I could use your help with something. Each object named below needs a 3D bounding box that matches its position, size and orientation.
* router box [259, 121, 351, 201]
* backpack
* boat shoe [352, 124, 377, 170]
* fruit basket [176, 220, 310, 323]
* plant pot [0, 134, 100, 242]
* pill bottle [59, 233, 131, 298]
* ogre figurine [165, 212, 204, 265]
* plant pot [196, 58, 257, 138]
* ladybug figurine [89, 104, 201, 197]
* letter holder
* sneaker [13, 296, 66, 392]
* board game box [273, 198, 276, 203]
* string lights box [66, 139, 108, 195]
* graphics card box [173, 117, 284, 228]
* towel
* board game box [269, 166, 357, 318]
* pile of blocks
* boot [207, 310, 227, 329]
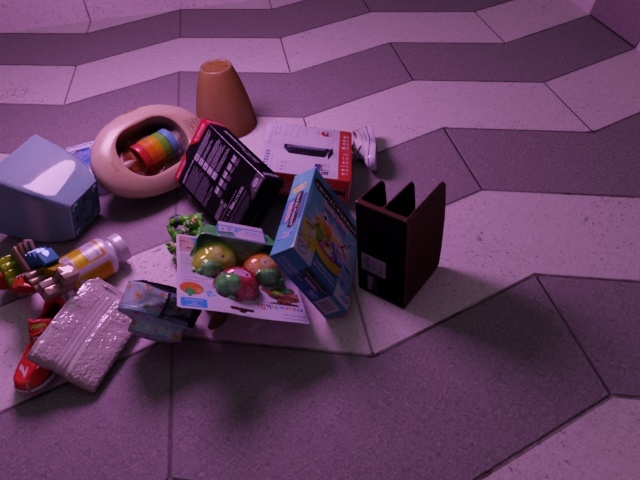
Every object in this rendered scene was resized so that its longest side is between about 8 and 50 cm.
[{"bbox_3d":[-0.048,-0.268,2.012,0.301,0.082,0.335,6,37,-2],"label":"router box"},{"bbox_3d":[-0.413,0.178,1.510,0.188,0.166,0.144,30,70,-17],"label":"backpack"},{"bbox_3d":[0.152,-0.326,2.111,0.088,0.096,0.267,-7,40,4],"label":"boat shoe"},{"bbox_3d":[-0.207,0.084,1.552,0.327,0.165,0.353,11,20,-18],"label":"fruit basket"},{"bbox_3d":[-0.848,-0.140,1.904,0.252,0.247,0.248,19,45,6],"label":"plant pot"},{"bbox_3d":[-0.659,0.067,1.732,0.117,0.118,0.208,31,53,34],"label":"pill bottle"},{"bbox_3d":[-0.403,-0.018,1.827,0.118,0.097,0.197,-25,26,5],"label":"ogre figurine"},{"bbox_3d":[-0.376,-0.548,2.296,0.237,0.254,0.237,-2,42,2],"label":"plant pot"},{"bbox_3d":[-0.577,-0.295,2.053,0.449,0.162,0.305,-36,89,-35],"label":"ladybug figurine"},{"bbox_3d":[0.217,-0.015,1.594,0.152,0.302,0.214,25,49,30],"label":"letter holder"},{"bbox_3d":[-0.713,0.255,1.524,0.107,0.118,0.279,-4,41,4],"label":"sneaker"},{"bbox_3d":[-0.230,-0.206,2.040,0.194,0.060,0.194,1,41,8],"label":"board game box"},{"bbox_3d":[-0.812,-0.261,2.149,0.133,0.077,0.260,-20,44,-17],"label":"string lights box"},{"bbox_3d":[-0.293,-0.190,1.871,0.094,0.233,0.371,8,29,-50],"label":"graphics card box"},{"bbox_3d":[-0.580,0.231,1.530,0.187,0.049,0.282,31,46,-8],"label":"towel"},{"bbox_3d":[0.000,0.000,1.634,0.079,0.254,0.336,-21,34,28],"label":"board game box"},{"bbox_3d":[-0.792,0.084,1.613,0.362,0.149,0.112,-1,21,40],"label":"pile of blocks"},{"bbox_3d":[-0.286,0.186,1.623,0.087,0.042,0.118,18,45,33],"label":"boot"}]
